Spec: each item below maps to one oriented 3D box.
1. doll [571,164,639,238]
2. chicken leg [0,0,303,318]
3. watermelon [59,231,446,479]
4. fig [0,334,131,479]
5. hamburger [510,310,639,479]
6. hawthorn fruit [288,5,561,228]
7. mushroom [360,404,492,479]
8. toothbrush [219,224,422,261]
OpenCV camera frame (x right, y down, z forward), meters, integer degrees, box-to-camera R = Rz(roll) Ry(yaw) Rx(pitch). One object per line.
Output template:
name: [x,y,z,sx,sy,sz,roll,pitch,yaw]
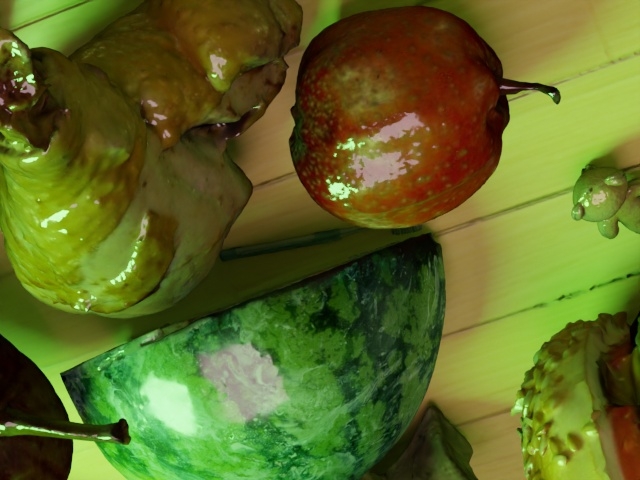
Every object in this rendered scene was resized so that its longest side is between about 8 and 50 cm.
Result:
doll: [0.233,-0.025,1.339,0.093,0.051,0.061,30,116,-20]
chicken leg: [-0.139,-0.095,1.180,0.295,0.182,0.409,-44,160,0]
watermelon: [-0.037,0.100,1.371,0.305,0.180,0.224,-23,133,14]
fig: [-0.279,0.145,1.310,0.186,0.249,0.203,-33,92,-22]
hamburger: [0.309,0.184,1.327,0.250,0.330,0.330,-35,118,19]
hawthorn fruit: [0.074,-0.091,1.232,0.194,0.157,0.157,-11,125,14]
mushroom: [0.003,0.284,1.476,0.212,0.217,0.292,40,119,-23]
toothbrush: [0.000,0.000,1.392,0.167,0.011,0.014,-10,131,10]
